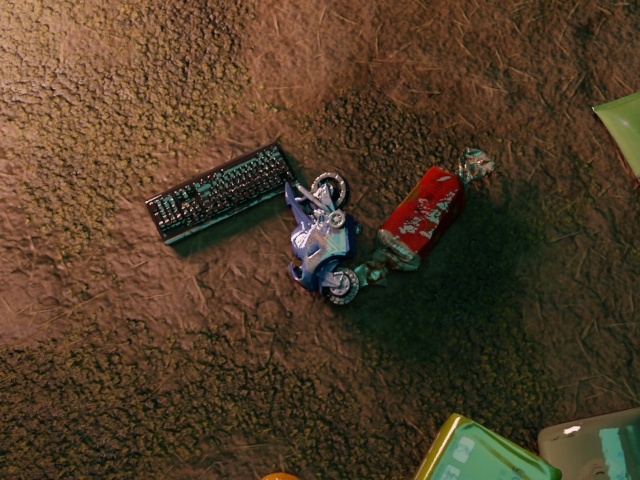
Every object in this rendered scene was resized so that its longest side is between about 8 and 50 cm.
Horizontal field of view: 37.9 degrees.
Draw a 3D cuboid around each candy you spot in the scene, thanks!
[{"bbox_3d":[0.157,-0.035,1.410,0.086,0.059,0.292,37,75,12],"label":"candy"}]

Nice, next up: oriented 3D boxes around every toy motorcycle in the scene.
[{"bbox_3d":[0.000,0.000,1.385,0.114,0.076,0.205,-12,74,21],"label":"toy motorcycle"}]

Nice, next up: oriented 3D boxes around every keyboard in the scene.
[{"bbox_3d":[-0.152,-0.074,1.439,0.230,0.025,0.094,-26,72,-8],"label":"keyboard"}]

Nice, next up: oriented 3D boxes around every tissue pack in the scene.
[{"bbox_3d":[0.171,0.389,1.201,0.167,0.200,0.275,29,75,10],"label":"tissue pack"}]

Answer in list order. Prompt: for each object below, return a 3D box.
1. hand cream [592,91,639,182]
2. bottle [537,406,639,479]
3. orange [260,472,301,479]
[{"bbox_3d":[0.506,-0.150,1.457,0.095,0.046,0.175,-19,67,-5],"label":"hand cream"},{"bbox_3d":[0.400,0.401,1.221,0.168,0.168,0.347,-9,76,-3],"label":"bottle"},{"bbox_3d":[-0.053,0.360,1.278,0.083,0.070,0.083,-4,70,11],"label":"orange"}]
